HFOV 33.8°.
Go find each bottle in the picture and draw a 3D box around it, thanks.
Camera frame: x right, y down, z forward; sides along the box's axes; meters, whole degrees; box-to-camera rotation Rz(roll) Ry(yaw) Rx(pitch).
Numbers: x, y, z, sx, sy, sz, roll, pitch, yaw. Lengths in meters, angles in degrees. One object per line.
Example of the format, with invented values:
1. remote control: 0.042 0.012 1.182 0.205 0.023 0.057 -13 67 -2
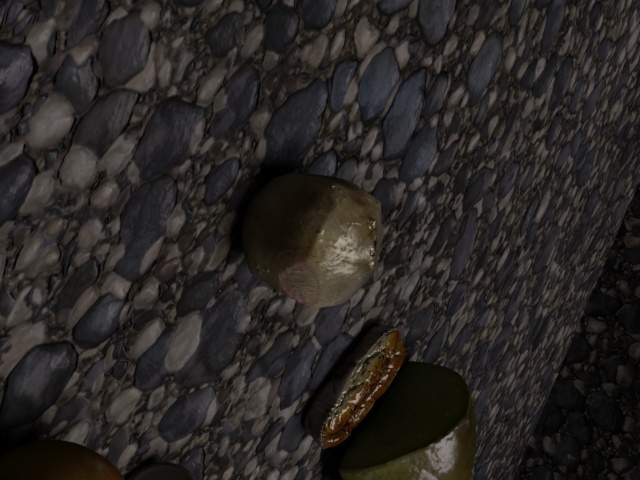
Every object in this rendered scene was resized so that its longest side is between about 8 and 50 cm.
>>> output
1. bottle: -0.225 0.430 1.506 0.110 0.110 0.233 -38 145 -40

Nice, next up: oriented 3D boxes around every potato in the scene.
1. potato: 0.223 0.456 2.112 0.330 0.212 0.280 -48 128 -40

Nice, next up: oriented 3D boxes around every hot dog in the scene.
1. hot dog: 0.069 0.267 1.929 0.268 0.075 0.144 -53 150 -23

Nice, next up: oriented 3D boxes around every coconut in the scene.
1. coconut: -0.001 -0.001 1.406 0.194 0.194 0.194 -43 148 -35

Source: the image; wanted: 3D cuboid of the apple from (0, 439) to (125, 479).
1. apple: -0.318 0.353 1.167 0.261 0.194 0.261 -46 151 -34
